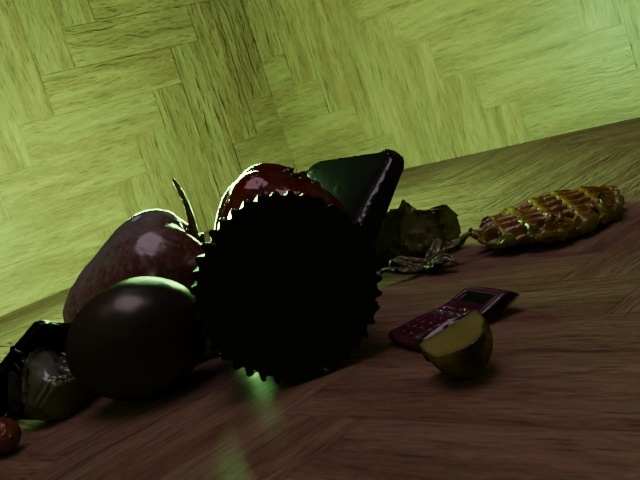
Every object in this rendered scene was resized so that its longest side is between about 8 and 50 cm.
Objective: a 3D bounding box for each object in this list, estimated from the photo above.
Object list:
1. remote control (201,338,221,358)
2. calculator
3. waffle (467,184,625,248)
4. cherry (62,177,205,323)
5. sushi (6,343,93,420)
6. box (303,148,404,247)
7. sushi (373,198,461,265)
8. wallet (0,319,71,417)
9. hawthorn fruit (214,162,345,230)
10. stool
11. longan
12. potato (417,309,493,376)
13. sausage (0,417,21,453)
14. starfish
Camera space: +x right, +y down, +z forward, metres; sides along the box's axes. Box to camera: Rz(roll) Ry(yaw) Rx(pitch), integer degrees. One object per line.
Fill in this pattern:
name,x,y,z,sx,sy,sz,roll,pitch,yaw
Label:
remote control,-0.277,0.191,1.735,0.247,0.104,0.052,-19,7,-2
calculator,0.206,0.122,1.428,0.190,0.034,0.126,-26,11,-17
waffle,0.471,-0.050,1.865,0.325,0.068,0.302,-27,12,-40
cherry,-0.363,0.092,1.942,0.335,0.291,0.326,-30,21,20
sushi,-0.454,0.256,1.719,0.109,0.134,0.273,3,2,28
box,0.021,-0.038,2.072,0.350,0.091,0.359,-2,59,56
sushi,0.181,-0.021,2.061,0.291,0.139,0.131,-13,2,39
wallet,-0.573,0.247,1.740,0.244,0.025,0.124,-49,-22,6
hawthorn fruit,-0.097,0.010,1.876,0.287,0.330,0.287,21,10,-4
stool,-0.073,0.066,1.542,0.297,0.297,0.330,-19,4,-7
longan,-0.323,0.170,1.586,0.246,0.215,0.246,-3,-14,-1
potato,0.186,0.148,1.186,0.096,0.066,0.103,-32,12,5
sausage,-0.571,0.335,1.547,0.169,0.065,0.065,-14,9,27
starfish,0.223,0.030,1.888,0.208,0.053,0.176,-14,19,33
